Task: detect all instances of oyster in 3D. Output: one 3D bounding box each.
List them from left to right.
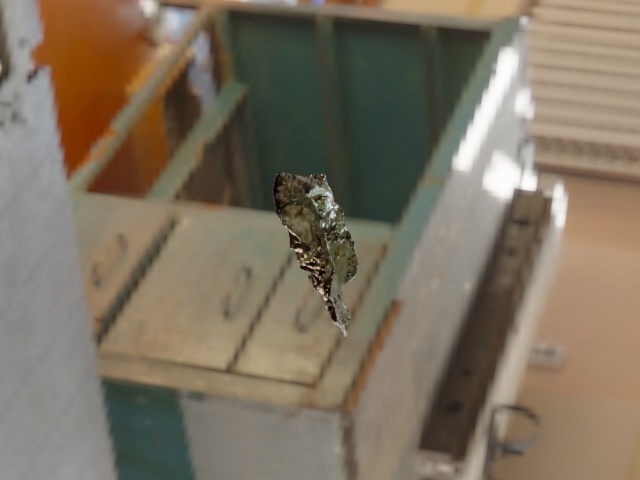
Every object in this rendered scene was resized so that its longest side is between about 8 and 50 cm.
[{"bbox_3d":[-0.001,0.000,1.131,0.086,0.029,0.132,-76,154,-61],"label":"oyster"}]
